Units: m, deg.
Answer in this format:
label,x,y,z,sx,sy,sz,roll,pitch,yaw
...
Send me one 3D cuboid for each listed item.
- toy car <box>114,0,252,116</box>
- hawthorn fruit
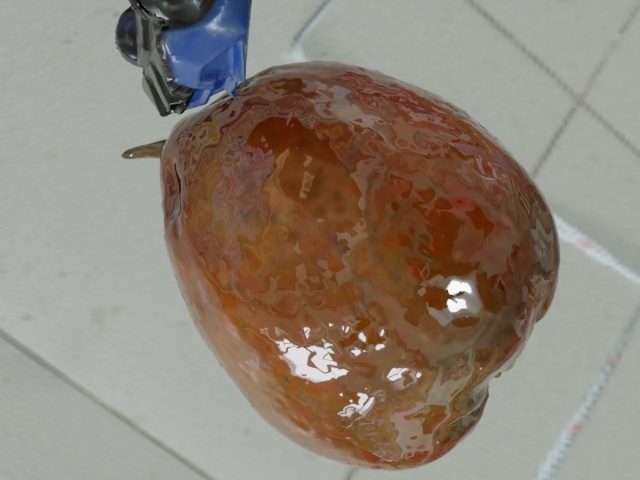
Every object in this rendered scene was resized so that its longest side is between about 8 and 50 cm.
label,x,y,z,sx,sy,sz,roll,pitch,yaw
toy car,-0.058,-0.163,0.681,0.063,0.103,0.216,-1,84,-10
hawthorn fruit,0.000,0.000,0.880,0.262,0.210,0.210,31,76,5
